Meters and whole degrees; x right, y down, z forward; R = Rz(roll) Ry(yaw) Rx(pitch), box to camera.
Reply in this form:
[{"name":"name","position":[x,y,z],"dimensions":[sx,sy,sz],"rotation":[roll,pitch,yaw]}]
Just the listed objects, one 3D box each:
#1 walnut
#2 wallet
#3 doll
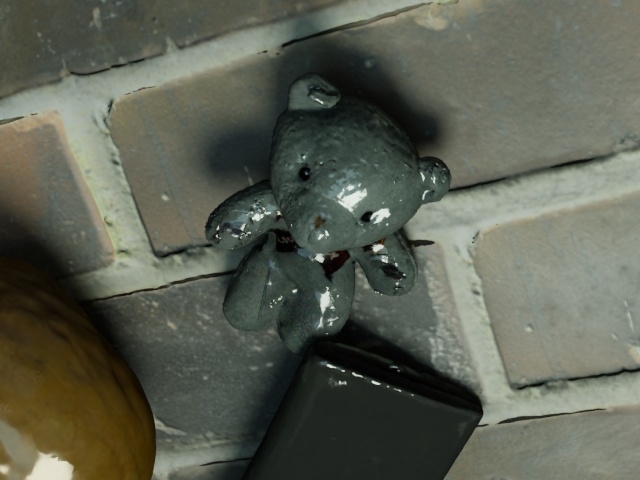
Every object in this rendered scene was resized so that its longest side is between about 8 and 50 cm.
[{"name":"walnut","position":[-0.376,0.217,1.473],"dimensions":[0.398,0.308,0.354],"rotation":[55,148,-7]},{"name":"wallet","position":[0.011,0.315,1.501],"dimensions":[0.228,0.062,0.406],"rotation":[21,118,-14]},{"name":"doll","position":[0.000,0.001,1.352],"dimensions":[0.246,0.158,0.340],"rotation":[25,115,-7]}]
